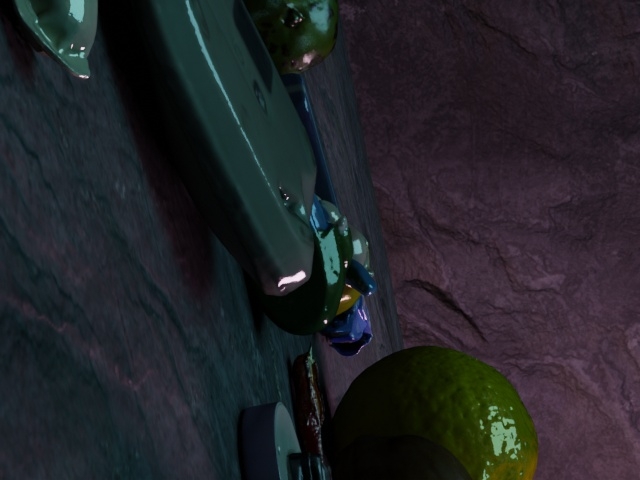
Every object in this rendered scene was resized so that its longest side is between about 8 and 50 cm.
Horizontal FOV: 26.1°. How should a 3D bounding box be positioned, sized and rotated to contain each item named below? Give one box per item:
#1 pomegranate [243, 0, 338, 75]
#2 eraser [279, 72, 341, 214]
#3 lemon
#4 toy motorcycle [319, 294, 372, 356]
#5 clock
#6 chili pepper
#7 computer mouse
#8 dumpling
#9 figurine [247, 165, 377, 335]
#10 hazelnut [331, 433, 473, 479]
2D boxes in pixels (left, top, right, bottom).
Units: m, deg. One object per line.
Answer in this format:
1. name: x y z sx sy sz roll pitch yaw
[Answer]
1. pomegranate: -0.039 -0.266 1.586 0.143 0.122 0.169 49 15 -8
2. eraser: -0.033 -0.076 1.505 0.036 0.082 0.225 -95 172 -50
3. lemon: 0.137 0.251 1.701 0.310 0.253 0.253 -134 -149 -76
4. toy motorcycle: 0.030 0.094 1.842 0.205 0.076 0.114 52 35 -74
5. clock: -0.017 0.244 1.211 0.172 0.064 0.198 59 22 -68
6. chili pepper: -0.011 0.195 1.491 0.045 0.027 0.178 55 24 -64
7. computer mouse: -0.083 -0.101 1.093 0.197 0.095 0.331 -94 162 -55
8. dumpling: -0.153 -0.131 0.773 0.059 0.043 0.077 -2 97 -67
9. figurine: -0.014 -0.001 1.435 0.234 0.127 0.185 -35 109 -71
10. hazelnut: 0.077 0.316 1.477 0.186 0.210 0.210 -57 145 -37
